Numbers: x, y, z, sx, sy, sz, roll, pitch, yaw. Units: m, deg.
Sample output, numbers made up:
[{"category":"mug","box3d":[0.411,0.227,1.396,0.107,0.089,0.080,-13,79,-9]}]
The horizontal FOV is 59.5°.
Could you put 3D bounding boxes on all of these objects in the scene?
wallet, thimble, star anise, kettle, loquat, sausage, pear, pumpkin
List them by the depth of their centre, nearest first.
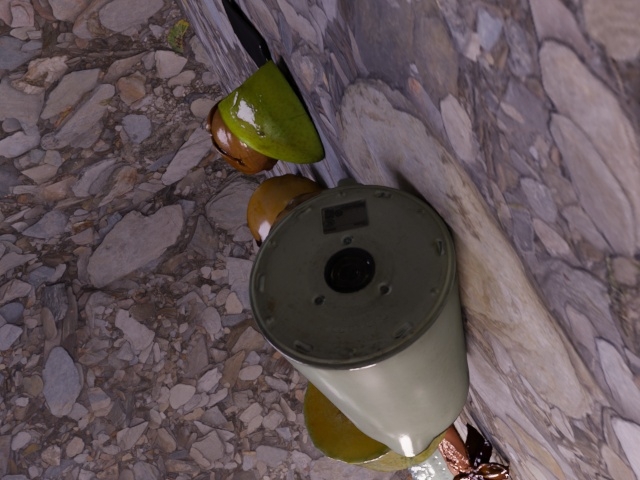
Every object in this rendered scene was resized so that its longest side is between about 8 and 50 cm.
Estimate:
[{"category":"kettle","box3d":[0.081,0.091,0.832,0.376,0.250,0.361,62,-163,-50]},{"category":"star anise","box3d":[0.360,0.477,1.144,0.158,0.144,0.140,-159,84,-73]},{"category":"pear","box3d":[-0.101,-0.240,1.214,0.239,0.139,0.288,46,175,-15]},{"category":"wallet","box3d":[-0.162,-0.452,1.252,0.244,0.025,0.124,58,175,34]},{"category":"pumpkin","box3d":[0.149,0.378,1.294,0.199,0.332,0.332,45,-175,-36]},{"category":"loquat","box3d":[-0.076,-0.060,1.477,0.235,0.235,0.235,60,176,8]},{"category":"sausage","box3d":[0.328,0.519,1.548,0.326,0.079,0.087,59,165,4]},{"category":"thimble","box3d":[0.346,0.672,1.774,0.250,0.172,0.205,64,180,-8]}]

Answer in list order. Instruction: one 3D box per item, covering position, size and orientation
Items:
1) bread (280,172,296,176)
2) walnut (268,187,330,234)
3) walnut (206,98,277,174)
[{"category":"bread","box3d":[-0.088,-0.164,1.896,0.134,0.081,0.225,56,174,-6]},{"category":"walnut","box3d":[0.000,0.000,1.089,0.245,0.198,0.198,-39,77,45]},{"category":"walnut","box3d":[-0.232,-0.320,1.806,0.209,0.209,0.336,58,-179,36]}]
